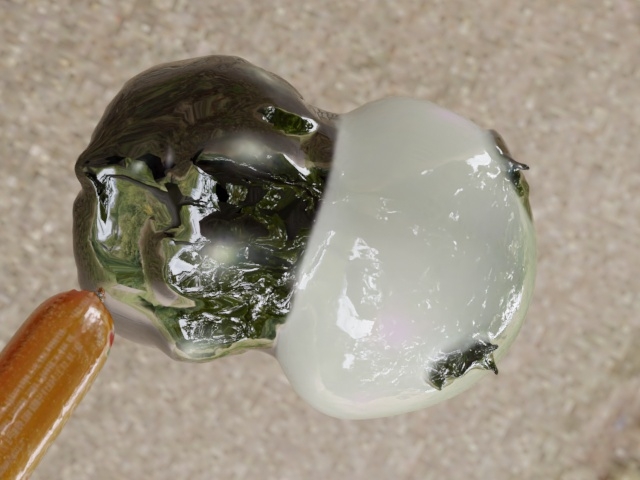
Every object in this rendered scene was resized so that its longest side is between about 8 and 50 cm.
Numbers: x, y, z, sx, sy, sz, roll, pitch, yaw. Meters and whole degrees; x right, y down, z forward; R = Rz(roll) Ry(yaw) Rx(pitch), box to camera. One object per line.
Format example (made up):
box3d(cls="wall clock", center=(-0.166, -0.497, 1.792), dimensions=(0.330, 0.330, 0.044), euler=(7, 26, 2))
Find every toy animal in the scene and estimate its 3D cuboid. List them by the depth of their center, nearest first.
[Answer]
box3d(cls="toy animal", center=(0.000, 0.000, 1.368), dimensions=(0.251, 0.310, 0.250), euler=(9, 90, -74))

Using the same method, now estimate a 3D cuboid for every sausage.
box3d(cls="sausage", center=(-0.197, 0.145, 0.967), dimensions=(0.348, 0.053, 0.053), euler=(-57, 147, -37))
